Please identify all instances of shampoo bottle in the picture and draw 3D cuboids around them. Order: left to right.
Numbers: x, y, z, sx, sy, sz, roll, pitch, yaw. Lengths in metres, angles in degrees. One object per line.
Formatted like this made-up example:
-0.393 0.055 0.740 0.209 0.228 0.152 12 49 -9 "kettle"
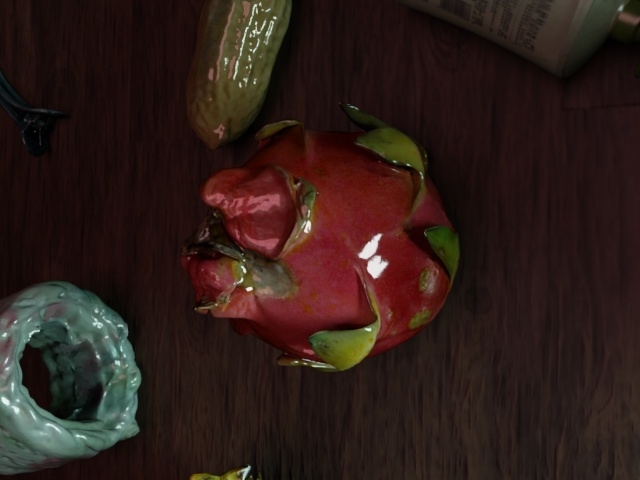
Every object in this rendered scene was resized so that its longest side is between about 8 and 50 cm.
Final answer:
0.168 -0.208 0.524 0.234 0.087 0.118 35 122 24 "shampoo bottle"

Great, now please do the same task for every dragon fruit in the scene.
0.005 0.000 0.543 0.223 0.227 0.224 -4 80 24 "dragon fruit"

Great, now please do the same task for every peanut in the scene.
-0.090 -0.189 0.669 0.093 0.083 0.194 27 103 27 "peanut"

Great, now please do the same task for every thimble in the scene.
-0.311 0.162 0.738 0.149 0.185 0.211 -21 113 29 "thimble"

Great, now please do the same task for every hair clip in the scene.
-0.422 -0.207 0.878 0.229 0.039 0.070 44 110 23 "hair clip"

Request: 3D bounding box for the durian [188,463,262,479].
-0.105 0.361 0.584 0.258 0.258 0.293 -13 54 28 "durian"
